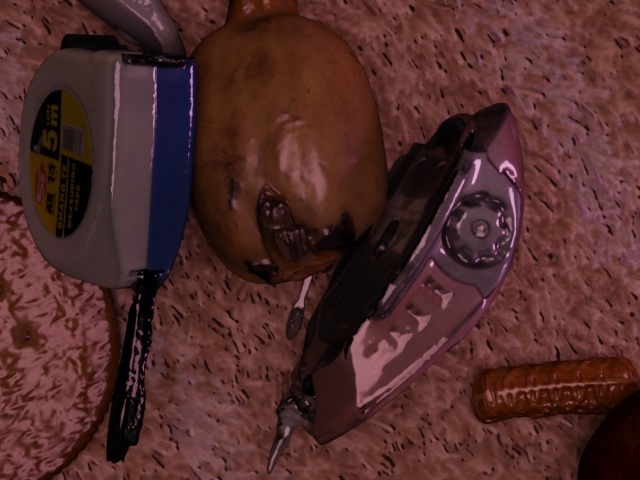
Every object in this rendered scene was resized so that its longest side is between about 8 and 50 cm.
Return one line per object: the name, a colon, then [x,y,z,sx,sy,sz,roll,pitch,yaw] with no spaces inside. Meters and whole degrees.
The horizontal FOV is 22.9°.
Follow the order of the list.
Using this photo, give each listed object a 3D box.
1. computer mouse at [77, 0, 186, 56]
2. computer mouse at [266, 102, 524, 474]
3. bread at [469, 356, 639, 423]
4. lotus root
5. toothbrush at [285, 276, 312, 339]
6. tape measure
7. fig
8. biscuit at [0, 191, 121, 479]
computer mouse: [-0.201,-0.244,1.426,0.079,0.128,0.231,-34,85,-1]
computer mouse: [0.079,0.055,1.391,0.115,0.199,0.389,30,90,-11]
bread: [0.215,0.137,1.454,0.157,0.044,0.052,-6,95,1]
lotus root: [-0.040,-0.115,1.402,0.182,0.183,0.310,-10,79,0]
toothbrush: [0.000,0.000,1.472,0.014,0.017,0.194,18,87,-5]
tape measure: [-0.188,-0.001,1.385,0.097,0.215,0.351,0,100,-34]
fig: [0.348,0.182,1.425,0.190,0.191,0.290,37,49,1]
biscuit: [-0.334,0.099,1.463,0.305,0.038,0.305,0,90,-1]
